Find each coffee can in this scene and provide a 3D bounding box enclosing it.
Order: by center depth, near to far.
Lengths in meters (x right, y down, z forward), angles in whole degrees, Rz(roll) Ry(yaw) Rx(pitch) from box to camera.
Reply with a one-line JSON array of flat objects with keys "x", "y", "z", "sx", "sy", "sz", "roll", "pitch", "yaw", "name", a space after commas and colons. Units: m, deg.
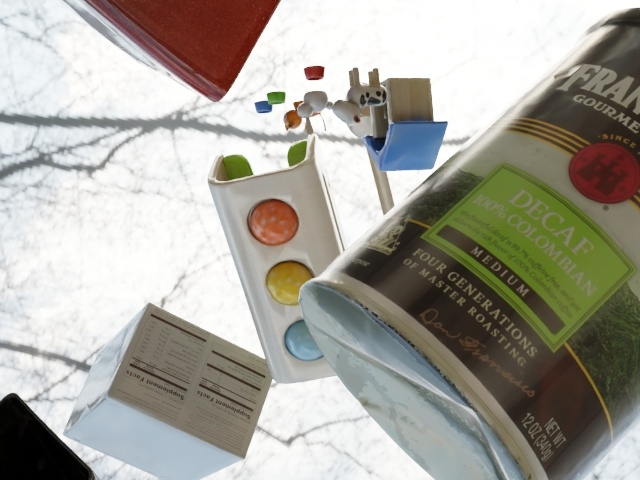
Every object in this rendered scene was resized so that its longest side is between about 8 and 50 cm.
[{"x": 0.153, "y": 0.015, "z": 0.687, "sx": 0.275, "sy": 0.201, "sz": 0.201, "roll": -42, "pitch": -104, "yaw": -16, "name": "coffee can"}]

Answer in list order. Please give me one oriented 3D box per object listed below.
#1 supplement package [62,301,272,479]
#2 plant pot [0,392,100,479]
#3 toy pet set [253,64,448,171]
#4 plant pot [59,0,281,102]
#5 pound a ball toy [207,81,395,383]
[{"x": -0.216, "y": 0.227, "z": 1.530, "sx": 0.204, "sy": 0.262, "sz": 0.145, "roll": 28, "pitch": -119, "yaw": -15, "name": "supplement package"}, {"x": -0.317, "y": 0.313, "z": 1.170, "sx": 0.187, "sy": 0.167, "sz": 0.188, "roll": -45, "pitch": -134, "yaw": -17, "name": "plant pot"}, {"x": 0.024, "y": -0.080, "z": 0.788, "sx": 0.114, "sy": 0.122, "sz": 0.065, "roll": -3, "pitch": -94, "yaw": -20, "name": "toy pet set"}, {"x": -0.142, "y": -0.291, "z": 0.810, "sx": 0.235, "sy": 0.267, "sz": 0.267, "roll": 28, "pitch": -177, "yaw": -26, "name": "plant pot"}, {"x": 0.000, "y": 0.000, "z": 1.259, "sx": 0.208, "sy": 0.319, "sz": 0.136, "roll": -11, "pitch": -153, "yaw": 8, "name": "pound a ball toy"}]
